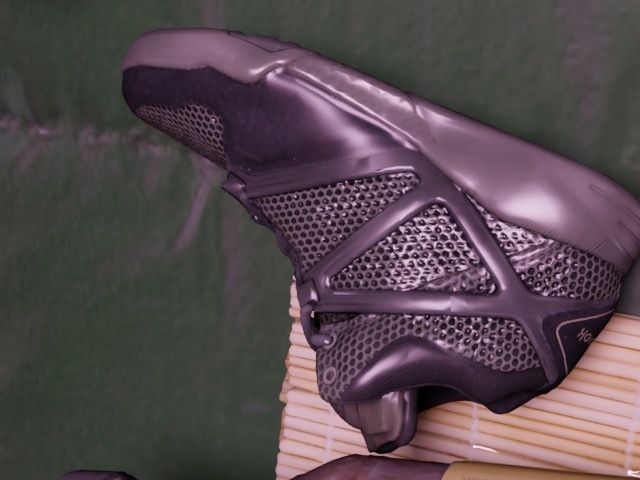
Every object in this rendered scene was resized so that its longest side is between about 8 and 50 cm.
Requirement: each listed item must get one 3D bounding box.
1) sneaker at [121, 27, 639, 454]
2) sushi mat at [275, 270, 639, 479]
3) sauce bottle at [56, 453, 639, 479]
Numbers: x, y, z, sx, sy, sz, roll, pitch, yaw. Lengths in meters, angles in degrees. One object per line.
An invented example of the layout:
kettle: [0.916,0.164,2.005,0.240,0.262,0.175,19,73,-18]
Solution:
sneaker: [0.000,0.000,0.531,0.228,0.087,0.130,26,85,17]
sushi mat: [0.120,0.103,0.546,0.317,0.019,0.151,10,106,25]
sauce bottle: [0.059,0.135,0.489,0.345,0.111,0.111,3,102,20]
